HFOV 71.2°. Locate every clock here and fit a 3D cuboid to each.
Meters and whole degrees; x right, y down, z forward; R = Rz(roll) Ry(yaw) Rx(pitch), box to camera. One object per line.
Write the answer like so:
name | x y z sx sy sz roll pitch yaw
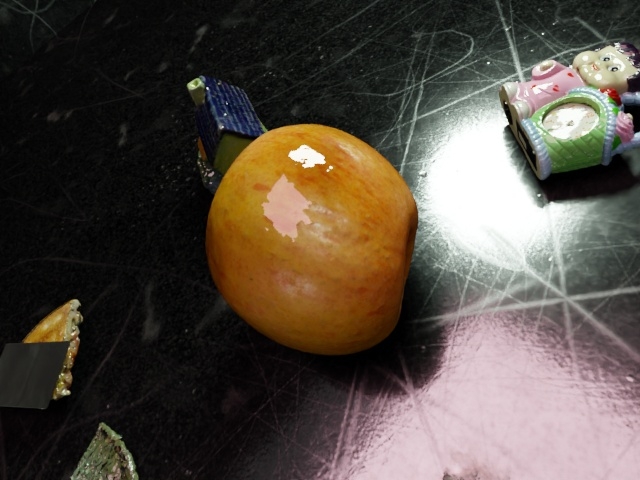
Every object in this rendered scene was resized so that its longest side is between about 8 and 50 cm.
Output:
clock | 0.393 -0.197 0.668 0.195 0.100 0.194 -21 56 15

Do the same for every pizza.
pizza | -0.503 0.233 0.832 0.201 0.053 0.193 -41 52 2

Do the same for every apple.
apple | 0.000 0.000 0.608 0.275 0.299 0.299 24 71 19

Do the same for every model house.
model house | -0.185 -0.187 0.860 0.170 0.211 0.194 -27 53 4

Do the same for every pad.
pad | -0.532 0.240 0.805 0.193 0.004 0.116 -9 60 25

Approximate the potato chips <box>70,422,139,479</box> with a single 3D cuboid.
potato chips | -0.374 0.404 0.677 0.220 0.029 0.202 -35 54 -2
